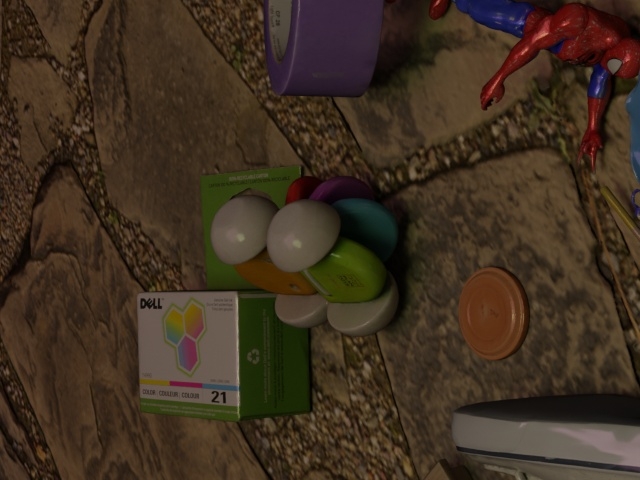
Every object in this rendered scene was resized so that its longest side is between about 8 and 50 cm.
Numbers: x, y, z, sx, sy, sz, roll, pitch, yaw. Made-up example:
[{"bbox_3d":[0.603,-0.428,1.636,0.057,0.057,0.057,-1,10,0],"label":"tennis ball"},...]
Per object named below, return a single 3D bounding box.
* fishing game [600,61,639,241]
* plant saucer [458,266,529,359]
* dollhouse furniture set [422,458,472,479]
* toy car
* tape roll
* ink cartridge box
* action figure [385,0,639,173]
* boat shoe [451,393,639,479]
[{"bbox_3d":[0.291,-0.074,1.210,0.189,0.041,0.264,58,144,21],"label":"fishing game"},{"bbox_3d":[0.152,0.065,1.451,0.083,0.013,0.083,2,93,51],"label":"plant saucer"},{"bbox_3d":[0.053,0.428,1.455,0.303,0.174,0.355,58,132,32],"label":"dollhouse furniture set"},{"bbox_3d":[0.000,0.000,1.557,0.182,0.159,0.136,6,57,47],"label":"toy car"},{"bbox_3d":[0.000,-0.228,1.523,0.189,0.080,0.189,-179,90,-79],"label":"tape roll"},{"bbox_3d":[-0.106,0.054,1.706,0.189,0.097,0.255,-3,89,51],"label":"ink cartridge box"},{"bbox_3d":[0.160,-0.151,1.376,0.280,0.091,0.139,25,101,49],"label":"action figure"},{"bbox_3d":[0.253,0.207,1.250,0.367,0.136,0.156,2,95,41],"label":"boat shoe"}]
